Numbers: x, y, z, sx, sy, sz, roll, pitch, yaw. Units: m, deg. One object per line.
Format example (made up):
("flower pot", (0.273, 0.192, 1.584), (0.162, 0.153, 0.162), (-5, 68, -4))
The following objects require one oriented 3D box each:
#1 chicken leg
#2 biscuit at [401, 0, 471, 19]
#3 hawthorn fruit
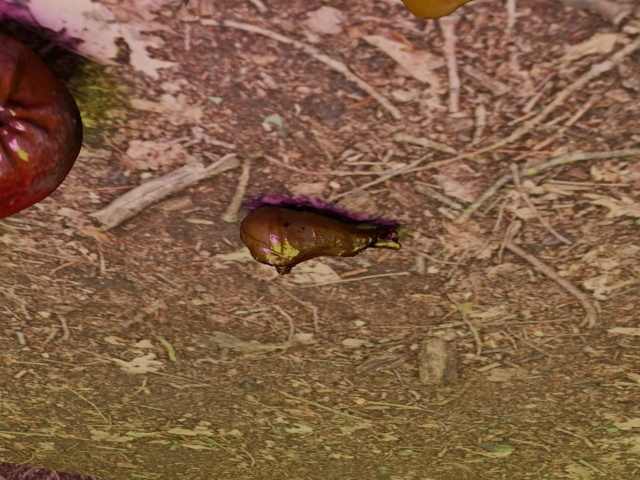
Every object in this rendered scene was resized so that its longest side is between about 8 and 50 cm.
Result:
("chicken leg", (0.000, 0.000, 1.047), (0.178, 0.070, 0.093), (-2, 153, -7))
("biscuit", (0.086, -0.224, 0.618), (0.174, 0.039, 0.183), (-17, 146, 33))
("hawthorn fruit", (-0.293, -0.096, 0.804), (0.172, 0.173, 0.173), (4, 153, 2))
